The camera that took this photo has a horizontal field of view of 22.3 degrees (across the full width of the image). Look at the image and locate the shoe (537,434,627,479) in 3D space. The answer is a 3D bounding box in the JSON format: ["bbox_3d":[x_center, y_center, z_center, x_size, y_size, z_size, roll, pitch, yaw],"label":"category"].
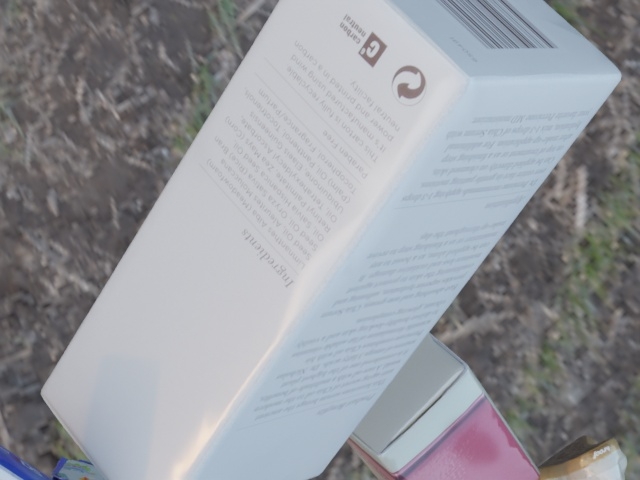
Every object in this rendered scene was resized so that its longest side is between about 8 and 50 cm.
[{"bbox_3d":[0.281,0.251,1.738,0.076,0.219,0.058,-32,85,-7],"label":"shoe"}]

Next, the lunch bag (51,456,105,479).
[{"bbox_3d":[-0.190,0.263,1.460,0.129,0.151,0.096,14,124,-3],"label":"lunch bag"}]

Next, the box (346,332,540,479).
[{"bbox_3d":[0.102,0.191,1.650,0.127,0.148,0.232,-44,137,-7],"label":"box"}]

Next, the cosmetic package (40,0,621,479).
[{"bbox_3d":[0.000,0.000,1.243,0.230,0.161,0.453,-8,139,-53],"label":"cosmetic package"}]

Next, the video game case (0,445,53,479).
[{"bbox_3d":[-0.248,0.307,1.248,0.269,0.061,0.244,40,89,-27],"label":"video game case"}]
